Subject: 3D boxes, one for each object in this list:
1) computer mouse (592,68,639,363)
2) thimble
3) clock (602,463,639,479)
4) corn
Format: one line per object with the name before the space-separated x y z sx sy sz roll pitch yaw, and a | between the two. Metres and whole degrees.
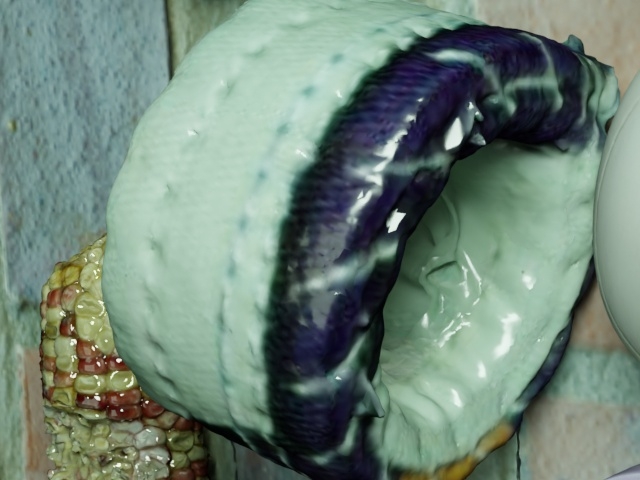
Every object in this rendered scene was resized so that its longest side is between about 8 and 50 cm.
computer mouse | 0.230 0.007 0.729 0.297 0.121 0.184 24 111 36
thimble | 0.025 -0.007 0.839 0.150 0.237 0.237 24 113 31
clock | 0.194 0.192 0.827 0.172 0.064 0.198 -15 88 41
corn | -0.107 0.134 1.051 0.098 0.098 0.290 -4 95 41
